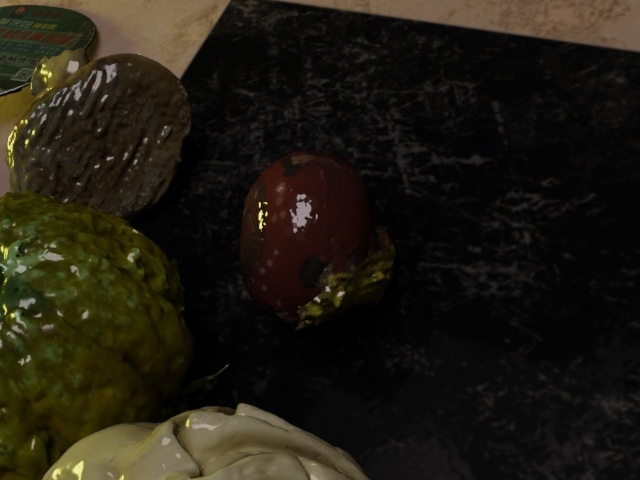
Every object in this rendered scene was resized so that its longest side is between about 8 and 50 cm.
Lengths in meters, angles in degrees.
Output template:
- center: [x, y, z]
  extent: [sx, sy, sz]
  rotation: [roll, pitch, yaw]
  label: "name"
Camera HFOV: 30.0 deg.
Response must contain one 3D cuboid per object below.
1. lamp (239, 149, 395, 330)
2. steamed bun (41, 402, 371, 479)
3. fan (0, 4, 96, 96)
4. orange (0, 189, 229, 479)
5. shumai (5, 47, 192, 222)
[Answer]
- center: [-0.002, 0.000, 1.056]
  extent: [0.135, 0.156, 0.157]
  rotation: [5, 90, -17]
  label: "lamp"
- center: [-0.033, 0.230, 0.835]
  extent: [0.203, 0.276, 0.289]
  rotation: [-40, 25, -21]
  label: "steamed bun"
- center: [-0.373, -0.201, 1.395]
  extent: [0.223, 0.012, 0.294]
  rotation: [-10, 41, 5]
  label: "fan"
- center: [-0.262, 0.085, 1.046]
  extent: [0.300, 0.223, 0.301]
  rotation: [-34, 55, -6]
  label: "orange"
- center: [-0.234, -0.110, 1.242]
  extent: [0.209, 0.161, 0.153]
  rotation: [-55, 28, 9]
  label: "shumai"
